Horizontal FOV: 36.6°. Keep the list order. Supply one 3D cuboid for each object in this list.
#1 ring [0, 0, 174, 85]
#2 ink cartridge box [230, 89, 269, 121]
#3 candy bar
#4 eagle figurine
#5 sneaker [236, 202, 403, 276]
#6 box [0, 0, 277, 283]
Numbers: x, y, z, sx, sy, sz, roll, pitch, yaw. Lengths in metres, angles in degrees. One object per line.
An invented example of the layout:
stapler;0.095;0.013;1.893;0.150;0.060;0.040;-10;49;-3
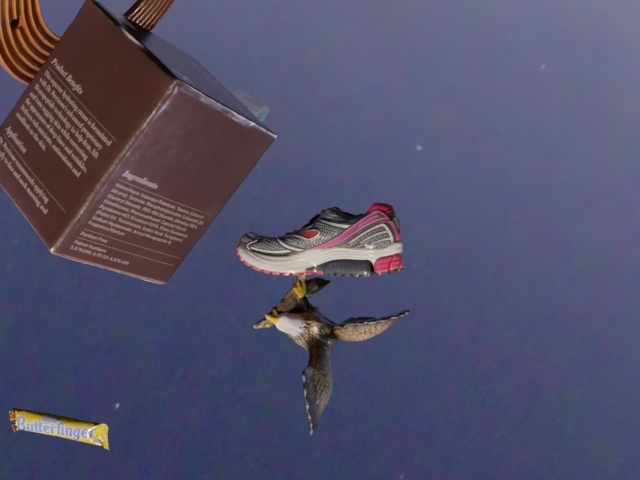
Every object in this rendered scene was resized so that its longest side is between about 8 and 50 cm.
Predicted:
ring;-0.209;-0.300;0.960;0.032;0.336;0.336;35;-140;12
ink cartridge box;-0.149;-0.072;1.162;0.056;0.224;0.181;31;-167;-2
candy bar;-0.367;0.263;1.363;0.161;0.040;0.018;6;-157;18
eagle figurine;0.005;0.167;1.614;0.225;0.226;0.298;-13;-151;-29
sneaker;0.000;0.000;1.554;0.299;0.112;0.121;-1;-179;30
box;-0.193;-0.093;0.973;0.168;0.203;0.167;45;-168;33
